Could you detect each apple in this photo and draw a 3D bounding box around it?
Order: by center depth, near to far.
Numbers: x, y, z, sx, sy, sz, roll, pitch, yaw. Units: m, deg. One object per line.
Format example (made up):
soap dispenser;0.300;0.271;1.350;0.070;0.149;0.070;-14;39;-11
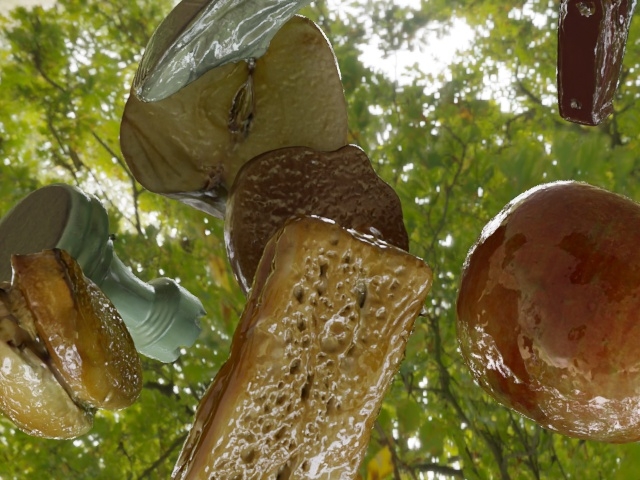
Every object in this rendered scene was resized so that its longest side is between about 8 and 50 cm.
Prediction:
apple;0.296;0.064;0.696;0.302;0.301;0.301;-7;-140;6
apple;-0.125;-0.200;0.999;0.329;0.364;0.295;8;-171;-43

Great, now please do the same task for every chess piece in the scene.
chess piece;-0.305;0.069;0.881;0.195;0.299;0.194;-17;-128;24

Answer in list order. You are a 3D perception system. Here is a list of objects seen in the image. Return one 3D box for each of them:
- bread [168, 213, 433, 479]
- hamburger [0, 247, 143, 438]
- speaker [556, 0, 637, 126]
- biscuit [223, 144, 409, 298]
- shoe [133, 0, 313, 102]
bread;-0.023;0.167;0.614;0.185;0.380;0.109;24;178;-10
hamburger;-0.283;0.131;0.655;0.144;0.283;0.156;-23;-114;-11
speaker;0.267;-0.209;0.425;0.198;0.259;0.330;-52;-137;-2
biscuit;-0.001;0.000;0.846;0.258;0.272;0.049;-15;-177;-20
shoe;-0.110;-0.251;0.720;0.275;0.098;0.103;-35;-145;17
